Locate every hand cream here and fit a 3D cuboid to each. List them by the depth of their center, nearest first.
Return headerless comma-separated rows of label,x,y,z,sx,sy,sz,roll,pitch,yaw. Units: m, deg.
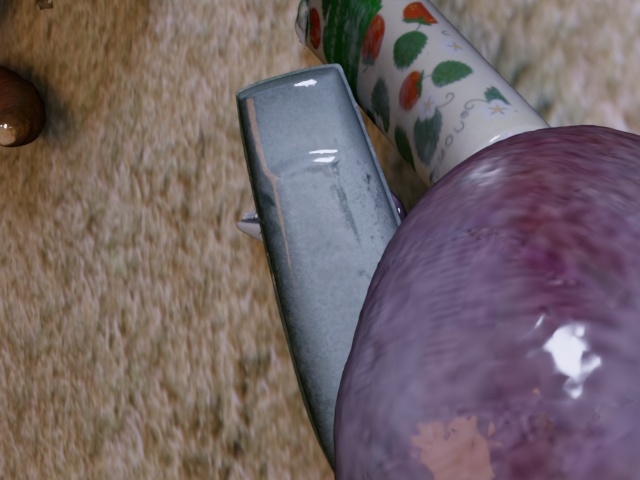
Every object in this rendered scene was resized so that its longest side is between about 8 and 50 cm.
hand cream,0.046,-0.084,0.819,0.276,0.059,0.095,-126,37,-49

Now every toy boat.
toy boat,0.018,0.037,0.854,0.085,0.078,0.261,-70,-36,-80

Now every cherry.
cherry,0.105,0.069,0.577,0.183,0.213,0.266,-30,38,37

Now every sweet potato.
sweet potato,-0.293,-0.126,1.408,0.314,0.066,0.072,28,113,59

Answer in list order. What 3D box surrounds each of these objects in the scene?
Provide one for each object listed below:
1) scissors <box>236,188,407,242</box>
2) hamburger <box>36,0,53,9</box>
scissors,0.000,0.000,0.947,0.176,0.022,0.085,17,115,56
hamburger,-0.189,-0.345,1.052,0.330,0.209,0.162,54,147,-9
